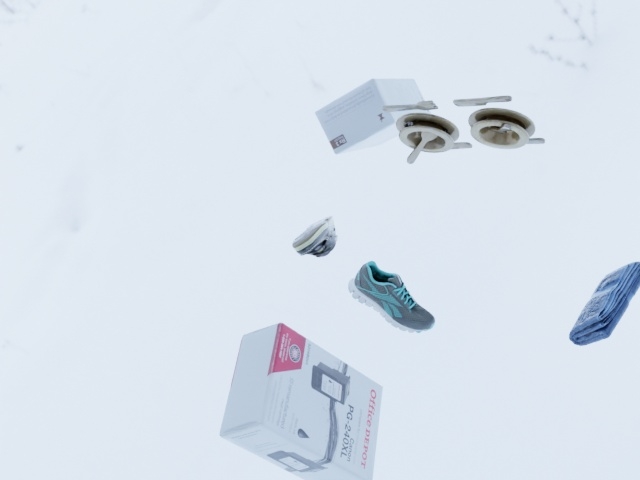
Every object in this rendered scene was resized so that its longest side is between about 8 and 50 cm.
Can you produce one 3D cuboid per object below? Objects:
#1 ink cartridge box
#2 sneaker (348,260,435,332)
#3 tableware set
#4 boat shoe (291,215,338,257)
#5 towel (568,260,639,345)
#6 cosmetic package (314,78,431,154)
[{"bbox_3d":[-0.013,0.163,0.925,0.063,0.150,0.109,-24,43,40],"label":"ink cartridge box"},{"bbox_3d":[0.126,0.095,1.645,0.065,0.166,0.076,-47,-17,-49],"label":"sneaker"},{"bbox_3d":[0.185,-0.137,1.258,0.194,0.128,0.039,1,68,36],"label":"tableware set"},{"bbox_3d":[0.000,0.000,1.447,0.056,0.049,0.152,-28,6,21],"label":"boat shoe"},{"bbox_3d":[0.344,0.075,1.155,0.119,0.029,0.067,-48,5,-33],"label":"towel"},{"bbox_3d":[0.093,-0.210,1.596,0.117,0.085,0.231,-27,-3,22],"label":"cosmetic package"}]
